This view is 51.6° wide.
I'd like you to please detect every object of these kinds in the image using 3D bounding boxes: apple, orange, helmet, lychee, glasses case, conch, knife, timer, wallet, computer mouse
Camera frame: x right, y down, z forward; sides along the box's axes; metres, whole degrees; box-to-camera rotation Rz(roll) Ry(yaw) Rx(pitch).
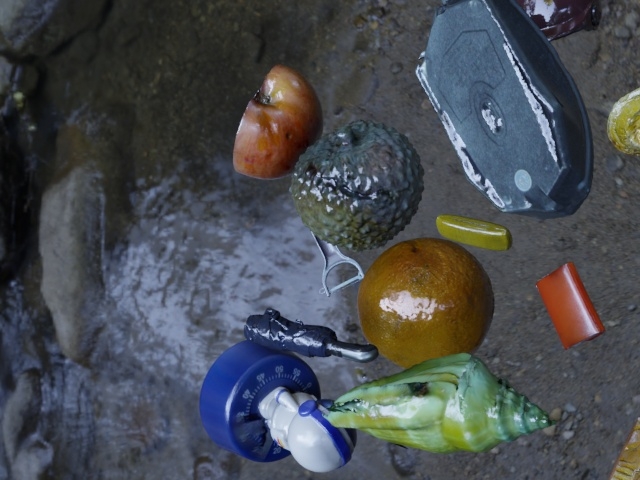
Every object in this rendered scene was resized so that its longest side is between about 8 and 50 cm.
[{"bbox_3d":[-0.083,-0.278,1.646,0.163,0.251,0.293,22,71,7],"label":"apple"},{"bbox_3d":[0.195,0.125,1.244,0.264,0.264,0.264,-1,87,32],"label":"orange"},{"bbox_3d":[0.232,-0.243,0.668,0.098,0.123,0.070,3,113,32],"label":"helmet"},{"bbox_3d":[0.071,-0.096,1.242,0.255,0.255,0.274,14,133,32],"label":"lychee"},{"bbox_3d":[0.429,-0.023,1.854,0.234,0.079,0.064,16,55,44],"label":"glasses case"},{"bbox_3d":[0.087,0.135,0.543,0.200,0.095,0.080,-11,70,21],"label":"conch"},{"bbox_3d":[0.000,0.000,1.690,0.123,0.053,0.278,-26,86,-2],"label":"knife"},{"bbox_3d":[-0.061,0.373,1.394,0.383,0.270,0.271,8,93,56],"label":"timer"},{"bbox_3d":[0.673,0.178,1.788,0.142,0.045,0.204,-51,50,51],"label":"wallet"},{"bbox_3d":[0.163,-0.125,0.572,0.231,0.071,0.126,64,154,14],"label":"computer mouse"}]

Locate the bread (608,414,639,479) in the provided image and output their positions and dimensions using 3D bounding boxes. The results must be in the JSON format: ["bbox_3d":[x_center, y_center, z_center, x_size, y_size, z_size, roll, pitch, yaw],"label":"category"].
[{"bbox_3d":[0.789,0.538,1.546,0.204,0.156,0.288,34,79,-5],"label":"bread"}]

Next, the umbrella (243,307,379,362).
[{"bbox_3d":[-0.022,0.158,1.082,0.248,0.071,0.071,7,92,37],"label":"umbrella"}]

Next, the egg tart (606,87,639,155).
[{"bbox_3d":[0.819,-0.292,1.655,0.191,0.074,0.191,6,122,10],"label":"egg tart"}]
